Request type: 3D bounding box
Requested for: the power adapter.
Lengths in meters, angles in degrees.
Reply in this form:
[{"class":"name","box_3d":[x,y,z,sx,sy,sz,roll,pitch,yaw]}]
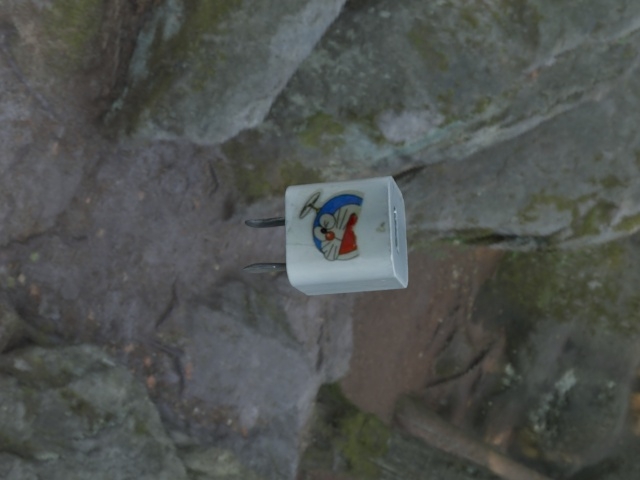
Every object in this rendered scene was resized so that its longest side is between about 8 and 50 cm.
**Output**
[{"class":"power adapter","box_3d":[0.000,0.000,1.085,0.125,0.204,0.130,42,44,-71]}]
